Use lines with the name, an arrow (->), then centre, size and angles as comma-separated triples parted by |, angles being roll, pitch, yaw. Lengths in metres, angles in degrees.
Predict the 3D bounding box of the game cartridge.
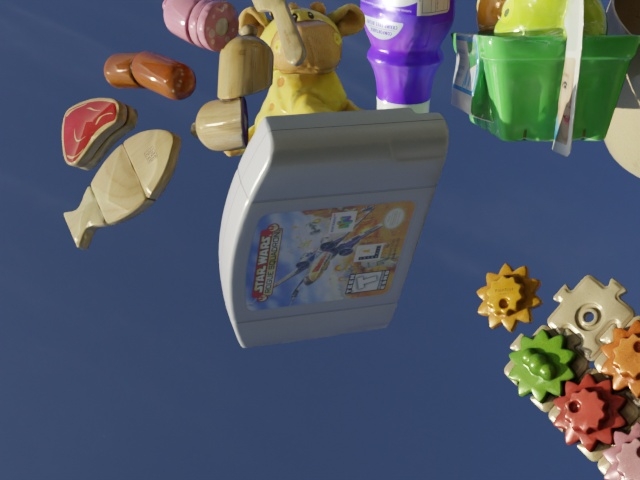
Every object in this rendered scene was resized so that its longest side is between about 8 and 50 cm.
game cartridge -> 0.000, 0.000, 0.901 | 0.198, 0.297, 0.062 | -10, -130, -19

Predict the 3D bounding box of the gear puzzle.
gear puzzle -> 0.299, 0.129, 1.024 | 0.175, 0.044, 0.339 | -51, -131, 9

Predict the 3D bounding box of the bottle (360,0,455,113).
bottle -> 0.103, -0.288, 1.075 | 0.092, 0.118, 0.283 | -20, -57, -35

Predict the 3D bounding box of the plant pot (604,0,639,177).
plant pot -> 0.472, -0.181, 1.174 | 0.284, 0.191, 0.284 | 10, -139, -9

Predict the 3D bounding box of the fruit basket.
fruit basket -> 0.218, -0.283, 0.952 | 0.165, 0.327, 0.353 | -7, -76, 1

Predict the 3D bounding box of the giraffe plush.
giraffe plush -> -0.011, -0.172, 0.983 | 0.181, 0.210, 0.171 | -8, -73, -31

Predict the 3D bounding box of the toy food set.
toy food set -> -0.056, -0.056, 0.347 | 0.122, 0.019, 0.078 | -31, -114, 25
